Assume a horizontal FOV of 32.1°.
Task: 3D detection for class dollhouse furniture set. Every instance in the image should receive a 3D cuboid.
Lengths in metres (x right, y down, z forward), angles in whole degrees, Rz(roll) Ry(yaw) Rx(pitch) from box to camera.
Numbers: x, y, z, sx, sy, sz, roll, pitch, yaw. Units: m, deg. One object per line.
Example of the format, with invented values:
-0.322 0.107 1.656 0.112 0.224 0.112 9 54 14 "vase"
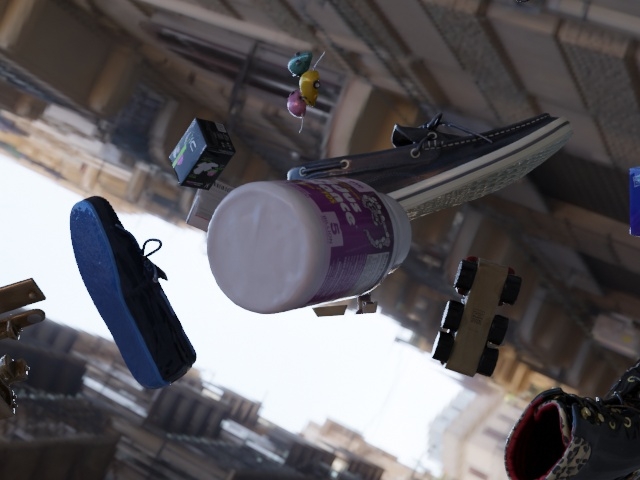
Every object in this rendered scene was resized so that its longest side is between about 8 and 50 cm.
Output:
0.040 0.093 1.982 0.091 0.114 0.081 121 145 -85 "dollhouse furniture set"
-0.487 0.174 1.780 0.123 0.151 0.144 -17 -40 2 "dollhouse furniture set"

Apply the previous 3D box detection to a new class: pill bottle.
0.000 0.000 1.478 0.301 0.169 0.169 -8 -63 -59 "pill bottle"

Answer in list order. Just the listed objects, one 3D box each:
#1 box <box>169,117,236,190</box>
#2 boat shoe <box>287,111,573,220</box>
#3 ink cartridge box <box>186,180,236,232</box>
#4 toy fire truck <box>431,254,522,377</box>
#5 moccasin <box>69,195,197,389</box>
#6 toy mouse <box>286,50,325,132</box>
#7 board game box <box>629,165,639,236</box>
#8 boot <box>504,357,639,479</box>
-0.170 -0.124 1.599 0.052 0.062 0.083 9 -47 -39 "box"
0.176 -0.129 1.843 0.500 0.156 0.187 -19 -12 -2 "boat shoe"
-0.091 -0.001 1.969 0.261 0.296 0.066 -93 27 -72 "ink cartridge box"
0.313 0.147 2.160 0.246 0.158 0.217 -43 -30 -87 "toy fire truck"
-0.317 0.082 1.882 0.117 0.138 0.342 -26 -80 -39 "moccasin"
-0.039 -0.278 1.968 0.031 0.143 0.161 0 -65 -21 "toy mouse"
0.522 -0.037 1.122 0.233 0.347 0.078 -10 -78 -28 "board game box"
0.288 0.165 1.079 0.178 0.085 0.236 28 -82 -47 "boot"
